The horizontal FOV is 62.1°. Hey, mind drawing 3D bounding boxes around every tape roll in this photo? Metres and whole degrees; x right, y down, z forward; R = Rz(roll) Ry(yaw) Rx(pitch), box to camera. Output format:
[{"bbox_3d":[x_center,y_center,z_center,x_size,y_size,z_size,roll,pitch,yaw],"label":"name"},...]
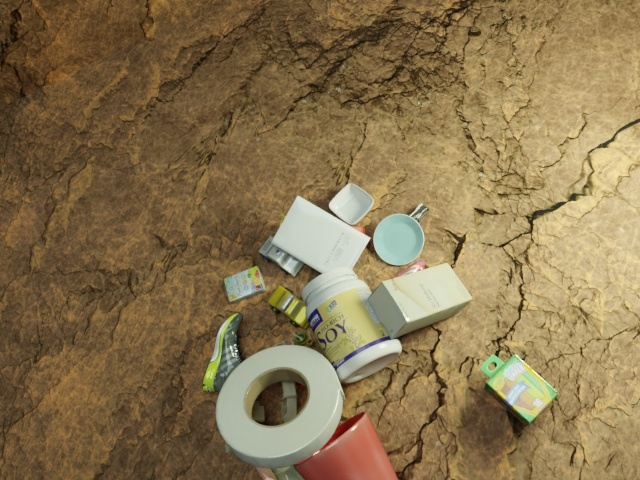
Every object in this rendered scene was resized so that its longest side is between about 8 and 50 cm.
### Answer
[{"bbox_3d":[-0.124,0.494,1.623,0.392,0.072,0.392,-9,40,8],"label":"tape roll"}]

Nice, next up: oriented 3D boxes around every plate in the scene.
[{"bbox_3d":[0.287,-0.003,1.944,0.188,0.024,0.188,-1,86,21],"label":"plate"}]

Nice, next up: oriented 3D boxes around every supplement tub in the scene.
[{"bbox_3d":[0.095,0.280,1.783,0.241,0.241,0.331,-30,65,1],"label":"supplement tub"}]

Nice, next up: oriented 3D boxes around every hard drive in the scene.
[{"bbox_3d":[0.000,0.000,1.952,0.307,0.040,0.203,31,98,6],"label":"hard drive"}]

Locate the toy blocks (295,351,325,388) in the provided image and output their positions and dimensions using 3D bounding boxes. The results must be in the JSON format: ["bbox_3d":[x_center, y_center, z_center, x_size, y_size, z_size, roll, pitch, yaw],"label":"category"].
[{"bbox_3d":[-0.058,0.454,1.855,0.148,0.054,0.123,-6,68,13],"label":"toy blocks"}]

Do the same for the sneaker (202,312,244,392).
[{"bbox_3d":[-0.323,0.411,1.924,0.121,0.111,0.300,14,78,8],"label":"sneaker"}]

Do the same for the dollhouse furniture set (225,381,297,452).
[{"bbox_3d":[-0.202,0.550,1.745,0.242,0.212,0.161,-2,109,-8],"label":"dollhouse furniture set"}]

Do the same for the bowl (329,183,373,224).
[{"bbox_3d":[0.123,-0.132,2.044,0.142,0.053,0.142,40,83,25],"label":"bowl"}]

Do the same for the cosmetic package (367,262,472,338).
[{"bbox_3d":[0.327,0.192,1.737,0.309,0.113,0.160,-12,59,-36],"label":"cosmetic package"}]

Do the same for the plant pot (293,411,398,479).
[{"bbox_3d":[0.097,0.700,1.609,0.275,0.275,0.243,-36,79,-1],"label":"plant pot"}]

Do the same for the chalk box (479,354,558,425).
[{"bbox_3d":[0.597,0.447,1.646,0.132,0.132,0.213,-44,65,-6],"label":"chalk box"}]

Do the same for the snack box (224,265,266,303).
[{"bbox_3d":[-0.290,0.170,2.037,0.141,0.037,0.100,-21,64,6],"label":"snack box"}]

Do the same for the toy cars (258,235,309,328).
[{"bbox_3d":[-0.133,0.143,1.981,0.176,0.087,0.394,-17,65,7],"label":"toy cars"}]

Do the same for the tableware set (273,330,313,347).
[{"bbox_3d":[-0.098,0.379,1.891,0.154,0.024,0.104,-21,42,5],"label":"tableware set"}]

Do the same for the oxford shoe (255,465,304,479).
[{"bbox_3d":[-0.046,0.789,1.675,0.146,0.140,0.397,-43,67,-13],"label":"oxford shoe"}]

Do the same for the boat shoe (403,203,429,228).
[{"bbox_3d":[0.354,-0.081,1.970,0.038,0.046,0.125,34,72,28],"label":"boat shoe"}]

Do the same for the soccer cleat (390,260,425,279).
[{"bbox_3d":[0.270,0.155,1.880,0.095,0.083,0.248,38,84,29],"label":"soccer cleat"}]

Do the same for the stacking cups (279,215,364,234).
[{"bbox_3d":[0.007,-0.039,2.013,0.316,0.096,0.096,4,70,16],"label":"stacking cups"}]
